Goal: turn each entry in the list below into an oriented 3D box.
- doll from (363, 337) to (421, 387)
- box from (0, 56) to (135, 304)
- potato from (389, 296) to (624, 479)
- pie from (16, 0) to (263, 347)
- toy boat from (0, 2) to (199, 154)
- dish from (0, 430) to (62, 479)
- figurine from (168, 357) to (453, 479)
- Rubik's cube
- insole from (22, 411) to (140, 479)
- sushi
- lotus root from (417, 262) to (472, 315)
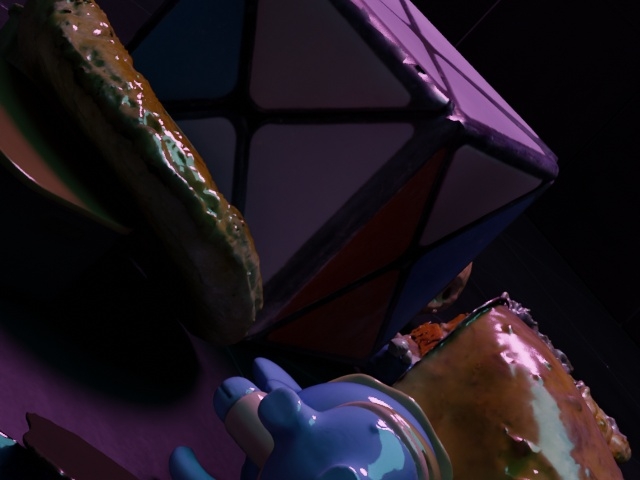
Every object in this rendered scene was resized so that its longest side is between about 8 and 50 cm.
[{"bbox_3d":[0.080,0.131,1.797,0.083,0.050,0.076,37,-5,-28],"label":"doll"},{"bbox_3d":[-0.237,-0.055,1.222,0.201,0.090,0.144,50,12,33],"label":"box"},{"bbox_3d":[0.149,0.212,1.333,0.266,0.229,0.229,49,12,20],"label":"potato"},{"bbox_3d":[-0.135,-0.049,1.340,0.323,0.070,0.323,55,-12,18],"label":"pie"},{"bbox_3d":[-0.193,-0.109,1.550,0.293,0.093,0.055,39,5,31],"label":"toy boat"},{"bbox_3d":[-0.096,0.197,0.776,0.243,0.080,0.182,39,9,-10],"label":"dish"},{"bbox_3d":[0.004,0.150,1.150,0.180,0.154,0.262,21,-12,20],"label":"figurine"},{"bbox_3d":[-0.011,-0.089,1.657,0.310,0.305,0.307,51,15,24],"label":"Rubik's cube"},{"bbox_3d":[-0.117,0.126,0.937,0.111,0.007,0.328,35,-7,0],"label":"insole"},{"bbox_3d":[0.207,0.164,1.888,0.274,0.139,0.184,47,7,-15],"label":"sushi"},{"bbox_3d":[0.056,-0.050,2.131,0.343,0.151,0.169,53,13,28],"label":"lotus root"}]
